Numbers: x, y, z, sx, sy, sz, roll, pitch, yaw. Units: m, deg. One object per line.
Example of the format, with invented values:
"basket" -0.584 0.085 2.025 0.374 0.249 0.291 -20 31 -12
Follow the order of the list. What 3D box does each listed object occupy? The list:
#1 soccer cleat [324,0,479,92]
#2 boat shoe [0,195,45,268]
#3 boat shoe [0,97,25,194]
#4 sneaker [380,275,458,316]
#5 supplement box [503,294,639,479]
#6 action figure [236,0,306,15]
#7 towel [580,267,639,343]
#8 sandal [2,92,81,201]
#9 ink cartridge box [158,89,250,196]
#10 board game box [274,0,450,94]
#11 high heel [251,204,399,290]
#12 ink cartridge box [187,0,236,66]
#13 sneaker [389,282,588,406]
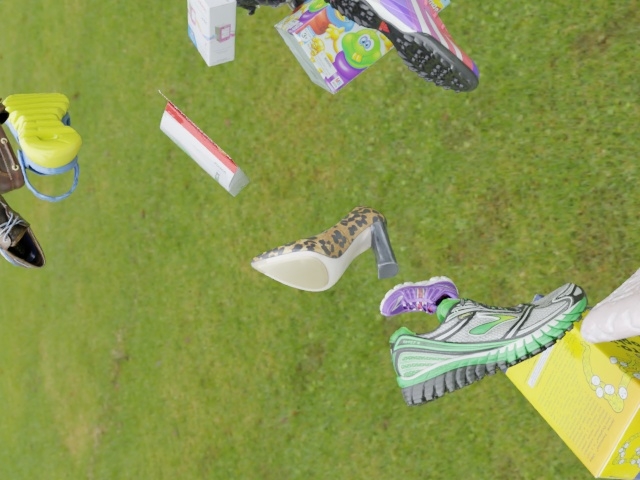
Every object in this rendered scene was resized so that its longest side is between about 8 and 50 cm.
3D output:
"soccer cleat" 0.150 -0.372 1.247 0.318 0.116 0.108 37 167 -1
"boat shoe" -0.465 -0.022 1.110 0.066 0.066 0.183 20 155 29
"boat shoe" -0.411 -0.143 0.900 0.207 0.073 0.073 67 155 16
"sneaker" 0.207 0.125 1.561 0.071 0.170 0.068 -112 8 -46
"supplement box" 0.554 0.284 1.479 0.195 0.194 0.356 -69 24 18
"action figure" -0.096 -0.494 1.403 0.164 0.276 0.141 -27 79 32
"towel" 0.549 0.015 1.027 0.053 0.317 0.332 50 157 2
"sandal" -0.515 -0.179 1.390 0.317 0.126 0.138 -123 32 -51
"ink cartridge box" -0.222 -0.170 1.372 0.181 0.056 0.225 43 180 5
"board game box" 0.075 -0.425 1.407 0.142 0.275 0.144 52 179 -27
"high heel" 0.000 0.000 1.357 0.186 0.261 0.093 -103 16 -50
"ink cartridge box" -0.180 -0.365 1.233 0.088 0.052 0.122 57 154 27
"sneaker" 0.274 0.143 1.227 0.134 0.343 0.146 80 167 -75
